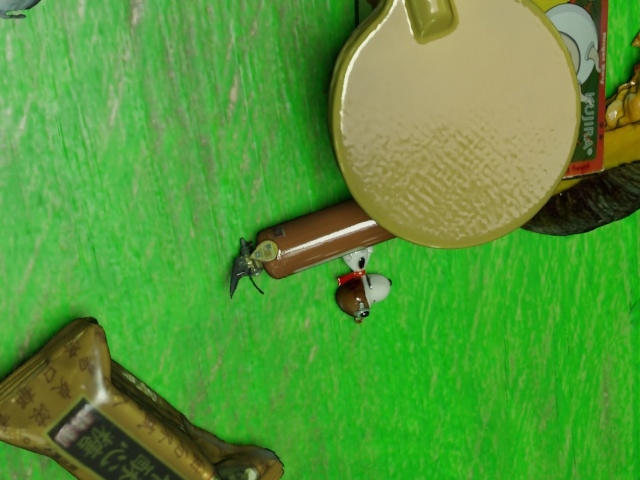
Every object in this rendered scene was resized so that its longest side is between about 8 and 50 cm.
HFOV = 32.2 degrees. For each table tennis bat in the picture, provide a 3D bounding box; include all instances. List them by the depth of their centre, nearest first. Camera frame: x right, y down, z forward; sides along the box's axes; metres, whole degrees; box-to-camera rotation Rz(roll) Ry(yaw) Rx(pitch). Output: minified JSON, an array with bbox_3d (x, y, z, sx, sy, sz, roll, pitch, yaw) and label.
[{"bbox_3d":[0.088,-0.144,0.829,0.198,0.050,0.321,-20,109,-4],"label":"table tennis bat"}]

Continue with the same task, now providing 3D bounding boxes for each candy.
[{"bbox_3d":[-0.147,0.178,0.934,0.143,0.101,0.271,-43,119,-1],"label":"candy"}]

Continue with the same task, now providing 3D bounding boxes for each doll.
[{"bbox_3d":[0.033,0.030,1.004,0.058,0.040,0.085,-38,118,-24],"label":"doll"}]

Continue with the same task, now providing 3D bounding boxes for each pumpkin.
[{"bbox_3d":[0.322,-0.087,1.026,0.111,0.163,0.278,42,83,-29],"label":"pumpkin"}]

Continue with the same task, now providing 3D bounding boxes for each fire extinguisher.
[{"bbox_3d":[0.000,0.000,0.957,0.177,0.062,0.050,-21,146,0],"label":"fire extinguisher"}]

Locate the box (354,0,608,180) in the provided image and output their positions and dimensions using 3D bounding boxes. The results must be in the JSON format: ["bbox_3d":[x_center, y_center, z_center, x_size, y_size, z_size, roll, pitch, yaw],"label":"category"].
[{"bbox_3d":[0.136,-0.154,0.944,0.177,0.148,0.195,-6,104,-22],"label":"box"}]

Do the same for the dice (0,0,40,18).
[{"bbox_3d":[-0.299,-0.281,0.670,0.270,0.270,0.271,-1,103,-22],"label":"dice"}]
